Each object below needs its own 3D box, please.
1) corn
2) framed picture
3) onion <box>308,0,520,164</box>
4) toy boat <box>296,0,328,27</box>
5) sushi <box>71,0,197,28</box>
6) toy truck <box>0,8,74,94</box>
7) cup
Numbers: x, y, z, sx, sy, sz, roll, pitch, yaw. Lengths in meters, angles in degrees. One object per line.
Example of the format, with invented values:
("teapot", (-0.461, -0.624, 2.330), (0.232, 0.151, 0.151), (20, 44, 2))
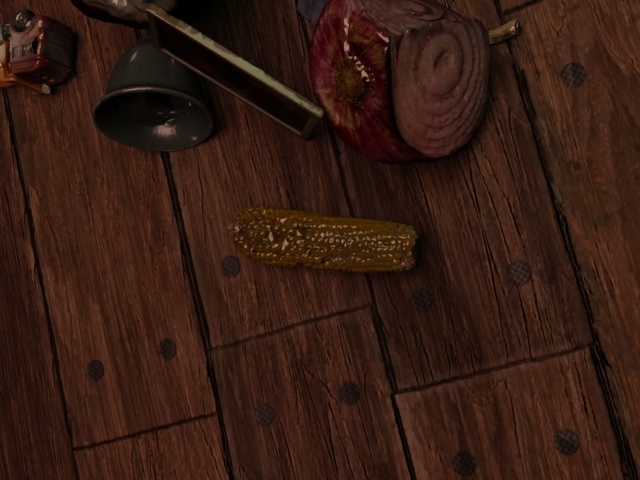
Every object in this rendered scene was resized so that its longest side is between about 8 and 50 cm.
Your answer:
("corn", (0.000, 0.000, 1.516), (0.320, 0.097, 0.096), (5, 89, 24))
("framed picture", (-0.129, -0.248, 1.468), (0.290, 0.211, 0.020), (32, 84, -4))
("onion", (0.098, -0.244, 1.421), (0.231, 0.272, 0.256), (20, 97, 40))
("toy boat", (0.064, -0.446, 1.498), (0.078, 0.127, 0.282), (30, 101, 29))
("sushi", (-0.268, -0.504, 1.525), (0.281, 0.294, 0.299), (31, 140, 3))
("toy truck", (-0.584, -0.334, 1.788), (0.271, 0.114, 0.135), (-4, 81, 24))
("cup", (-0.272, -0.259, 1.625), (0.199, 0.199, 0.149), (-11, 63, 23))
